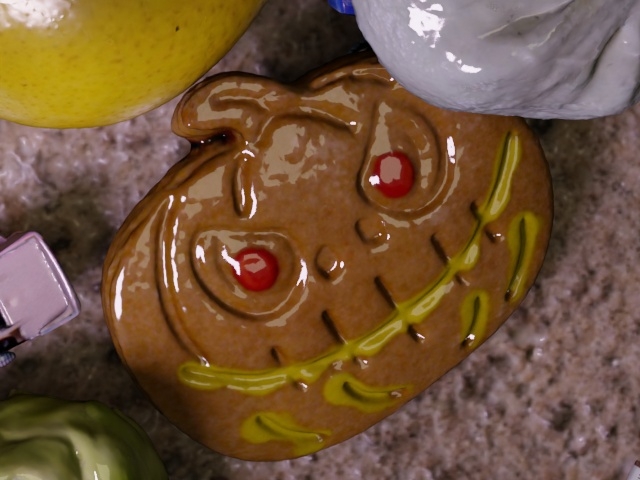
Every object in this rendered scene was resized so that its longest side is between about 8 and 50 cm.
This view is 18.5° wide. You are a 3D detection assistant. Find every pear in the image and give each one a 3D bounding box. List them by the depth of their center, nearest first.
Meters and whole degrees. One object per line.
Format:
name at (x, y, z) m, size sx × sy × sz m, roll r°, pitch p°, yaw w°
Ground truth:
pear at (-0.200, -0.255, 1.546) m, size 0.386 × 0.191 × 0.340 m, roll -23°, pitch 99°, yaw -11°

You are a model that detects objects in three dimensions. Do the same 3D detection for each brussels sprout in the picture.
brussels sprout at (-0.250, 0.268, 1.544) m, size 0.316 × 0.242 × 0.274 m, roll -27°, pitch 136°, yaw -42°

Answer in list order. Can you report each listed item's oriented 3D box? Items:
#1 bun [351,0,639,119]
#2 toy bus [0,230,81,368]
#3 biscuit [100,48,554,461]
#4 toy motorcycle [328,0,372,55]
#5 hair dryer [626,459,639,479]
bun at (0.178, -0.262, 1.533) m, size 0.354 × 0.194 × 0.355 m, roll -2°, pitch 94°, yaw -30°
toy bus at (-0.333, 0.089, 1.566) m, size 0.274 × 0.112 × 0.090 m, roll -31°, pitch 102°, yaw -19°
biscuit at (0.003, 0.003, 1.635) m, size 0.394 × 0.070 × 0.350 m, roll -41°, pitch 117°, yaw -2°
toy motorcycle at (0.076, -0.257, 1.651) m, size 0.168 × 0.113 × 0.315 m, roll -12°, pitch 108°, yaw -11°
hair dryer at (0.332, 0.306, 1.801) m, size 0.183 × 0.044 × 0.155 m, roll 27°, pitch 90°, yaw -17°
